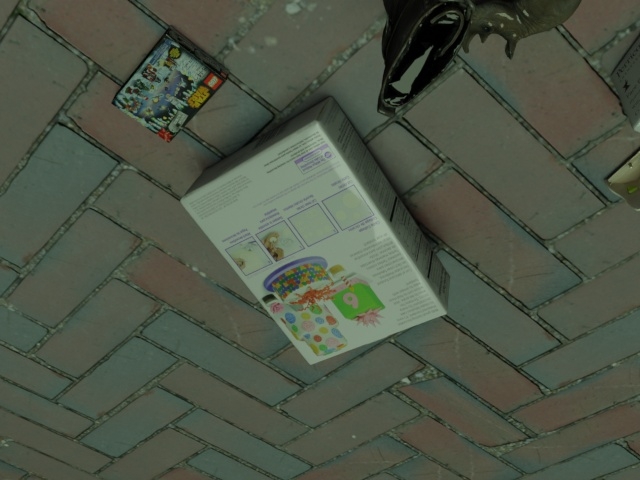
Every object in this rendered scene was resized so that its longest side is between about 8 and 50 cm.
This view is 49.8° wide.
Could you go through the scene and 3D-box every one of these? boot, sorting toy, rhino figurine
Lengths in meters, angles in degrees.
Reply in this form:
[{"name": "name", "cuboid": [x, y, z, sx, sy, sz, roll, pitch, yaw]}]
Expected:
[{"name": "boot", "cuboid": [0.129, -0.270, 0.667, 0.091, 0.229, 0.263, 19, 132, -12]}, {"name": "sorting toy", "cuboid": [0.433, -0.078, 0.923, 0.045, 0.075, 0.083, 24, 131, -16]}, {"name": "rhino figurine", "cuboid": [0.246, -0.286, 0.750, 0.106, 0.073, 0.243, 33, 129, -20]}]

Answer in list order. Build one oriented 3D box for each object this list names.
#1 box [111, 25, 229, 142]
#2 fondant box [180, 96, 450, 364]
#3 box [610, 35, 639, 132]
[{"name": "box", "cuboid": [-0.197, -0.200, 0.902, 0.094, 0.027, 0.137, 34, 127, -25]}, {"name": "fondant box", "cuboid": [0.000, 0.000, 0.980, 0.238, 0.096, 0.330, -25, 112, 26]}, {"name": "box", "cuboid": [0.468, -0.198, 0.779, 0.182, 0.119, 0.181, 17, 132, -10]}]
